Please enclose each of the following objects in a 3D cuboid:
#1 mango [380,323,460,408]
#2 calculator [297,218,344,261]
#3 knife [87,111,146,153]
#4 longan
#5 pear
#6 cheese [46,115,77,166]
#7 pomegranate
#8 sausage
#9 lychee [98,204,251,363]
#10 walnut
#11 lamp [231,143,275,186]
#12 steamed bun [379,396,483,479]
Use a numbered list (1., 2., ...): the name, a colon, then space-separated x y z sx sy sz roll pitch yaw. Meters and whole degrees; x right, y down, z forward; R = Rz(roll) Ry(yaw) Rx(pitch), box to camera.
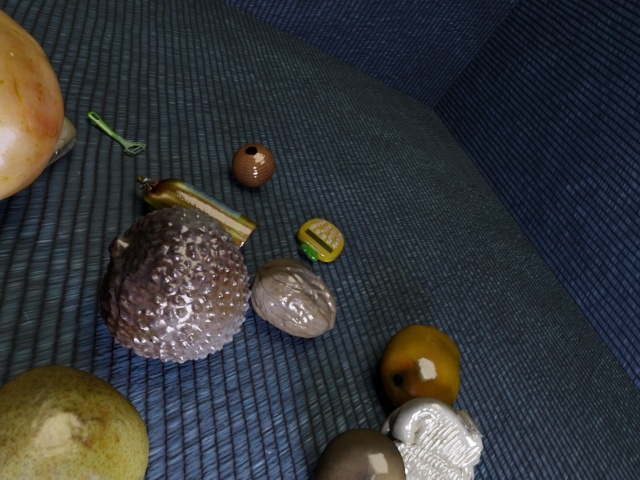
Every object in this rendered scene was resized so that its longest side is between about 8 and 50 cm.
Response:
1. mango: 0.265 0.318 1.196 0.211 0.173 0.317 46 27 11
2. calculator: 0.000 0.000 1.451 0.146 0.032 0.235 40 32 3
3. knife: -0.563 -0.291 1.274 0.166 0.022 0.078 37 26 -5
4. longan: 0.072 0.445 0.866 0.167 0.167 0.187 40 46 2
5. pear: -0.357 0.276 0.628 0.229 0.188 0.211 -10 68 -49
6. cheese: -0.672 -0.252 1.064 0.203 0.091 0.175 26 35 -16
7. pomegranate: -0.663 -0.236 0.787 0.412 0.411 0.411 25 35 -19
8. sausage: -0.318 -0.067 1.159 0.317 0.117 0.125 30 58 -7
9. lychee: -0.264 0.077 0.879 0.300 0.300 0.300 25 35 -19
10. walnut: -0.058 0.140 1.113 0.230 0.178 0.178 38 32 -10
11. lamp: -0.207 -0.232 1.442 0.136 0.136 0.136 25 35 -19
12. steamed bun: 0.234 0.435 1.011 0.218 0.211 0.144 35 8 -2
